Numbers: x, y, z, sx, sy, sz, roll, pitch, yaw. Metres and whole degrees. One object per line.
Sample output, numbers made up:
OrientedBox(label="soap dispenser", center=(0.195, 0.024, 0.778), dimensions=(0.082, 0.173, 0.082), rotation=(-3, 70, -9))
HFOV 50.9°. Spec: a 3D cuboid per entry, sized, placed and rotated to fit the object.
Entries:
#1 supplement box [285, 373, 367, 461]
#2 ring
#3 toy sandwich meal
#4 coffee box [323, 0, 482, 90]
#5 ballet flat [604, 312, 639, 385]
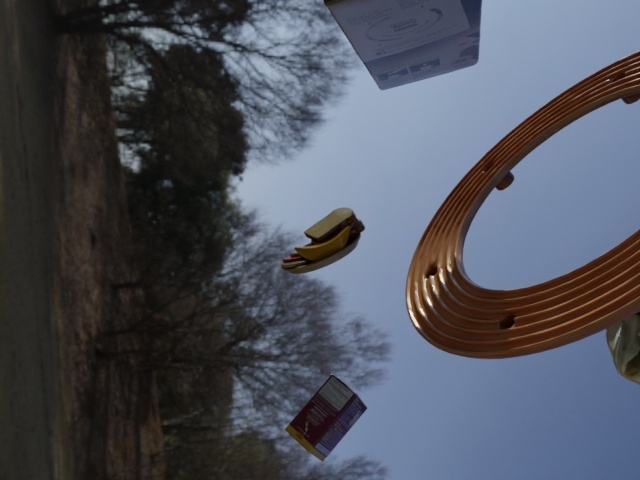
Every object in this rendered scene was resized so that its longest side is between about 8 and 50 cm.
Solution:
OrientedBox(label="supplement box", center=(0.008, 0.205, 0.774), dimensions=(0.043, 0.083, 0.055), rotation=(35, -14, 33))
OrientedBox(label="ring", center=(0.205, -0.037, 0.533), dimensions=(0.336, 0.032, 0.336), rotation=(-42, -163, 16))
OrientedBox(label="toy sandwich meal", center=(0.000, 0.000, 0.596), dimensions=(0.029, 0.086, 0.085), rotation=(66, -14, -14))
OrientedBox(label="coffee box", center=(0.071, -0.257, 0.603), dimensions=(0.297, 0.119, 0.168), rotation=(-7, 84, -77))
OrientedBox(label="ballet flat", center=(0.272, 0.071, 0.498), dimensions=(0.096, 0.095, 0.280), rotation=(-60, -172, -1))
